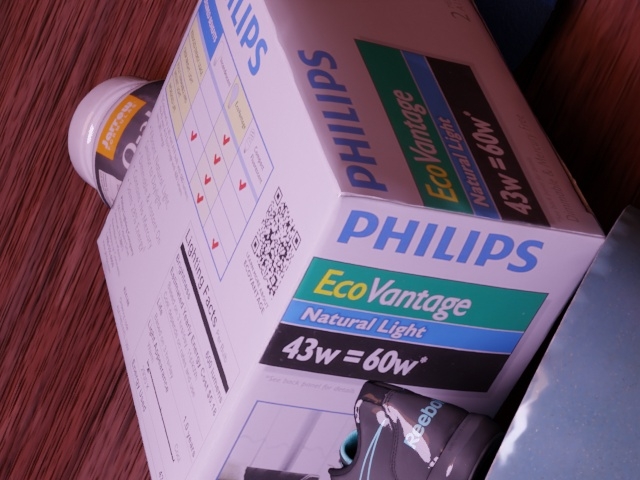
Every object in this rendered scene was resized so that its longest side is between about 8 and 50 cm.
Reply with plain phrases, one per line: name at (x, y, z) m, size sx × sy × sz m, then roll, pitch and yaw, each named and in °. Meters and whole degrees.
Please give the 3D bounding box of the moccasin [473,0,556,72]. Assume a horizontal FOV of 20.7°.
moccasin at (0.084, -0.172, 1.596) m, size 0.342 × 0.138 × 0.117 m, roll -48°, pitch 31°, yaw 27°

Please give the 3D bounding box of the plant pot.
plant pot at (0.246, 0.145, 1.248) m, size 0.195 × 0.290 × 0.290 m, roll 26°, pitch 99°, yaw 12°

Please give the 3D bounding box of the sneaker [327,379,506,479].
sneaker at (0.063, 0.185, 1.296) m, size 0.106 × 0.101 × 0.267 m, roll 29°, pitch 146°, yaw 12°

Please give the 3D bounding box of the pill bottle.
pill bottle at (-0.136, -0.074, 1.789) m, size 0.278 × 0.162 × 0.162 m, roll 27°, pitch 99°, yaw 48°

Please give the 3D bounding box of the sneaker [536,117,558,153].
sneaker at (0.138, -0.010, 1.521) m, size 0.130 × 0.087 × 0.227 m, roll 28°, pitch 94°, yaw 55°

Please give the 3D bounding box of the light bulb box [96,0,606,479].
light bulb box at (0.000, 0.000, 1.406) m, size 0.361 × 0.225 × 0.358 m, roll -62°, pitch 32°, yaw 34°
